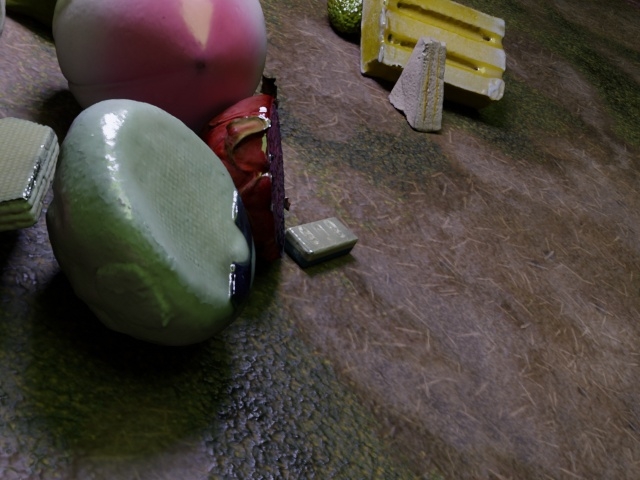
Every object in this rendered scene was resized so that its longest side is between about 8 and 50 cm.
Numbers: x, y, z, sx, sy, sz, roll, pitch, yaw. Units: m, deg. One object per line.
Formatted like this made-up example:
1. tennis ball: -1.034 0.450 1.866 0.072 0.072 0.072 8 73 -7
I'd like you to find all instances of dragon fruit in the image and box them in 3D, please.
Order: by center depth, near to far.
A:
1. dragon fruit: -0.123 -0.083 1.412 0.148 0.224 0.219 -3 42 4

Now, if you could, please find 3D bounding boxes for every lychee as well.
1. lychee: 0.070 -0.491 2.226 0.114 0.114 0.147 25 49 -10

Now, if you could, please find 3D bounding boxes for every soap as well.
1. soap: 0.233 -0.396 2.181 0.314 0.091 0.199 12 72 -30

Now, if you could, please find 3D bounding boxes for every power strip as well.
1. power strip: 0.000 0.000 1.530 0.056 0.032 0.123 46 33 20

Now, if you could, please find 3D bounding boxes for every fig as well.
1. fig: -0.402 -0.383 1.639 0.184 0.126 0.133 12 49 -37

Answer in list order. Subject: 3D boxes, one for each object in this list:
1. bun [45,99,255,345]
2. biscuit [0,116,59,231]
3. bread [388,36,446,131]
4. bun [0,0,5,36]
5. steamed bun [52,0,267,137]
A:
1. bun: -0.213 -0.006 1.206 0.293 0.187 0.293 49 23 -29
2. biscuit: -0.377 -0.074 1.207 0.150 0.052 0.252 -9 29 -1
3. bread: 0.209 -0.299 2.040 0.077 0.152 0.105 1 38 -40
4. bun: -0.563 -0.354 1.353 0.326 0.235 0.362 24 24 -3
5. steamed bun: -0.207 -0.264 1.448 0.309 0.309 0.309 23 32 -15
